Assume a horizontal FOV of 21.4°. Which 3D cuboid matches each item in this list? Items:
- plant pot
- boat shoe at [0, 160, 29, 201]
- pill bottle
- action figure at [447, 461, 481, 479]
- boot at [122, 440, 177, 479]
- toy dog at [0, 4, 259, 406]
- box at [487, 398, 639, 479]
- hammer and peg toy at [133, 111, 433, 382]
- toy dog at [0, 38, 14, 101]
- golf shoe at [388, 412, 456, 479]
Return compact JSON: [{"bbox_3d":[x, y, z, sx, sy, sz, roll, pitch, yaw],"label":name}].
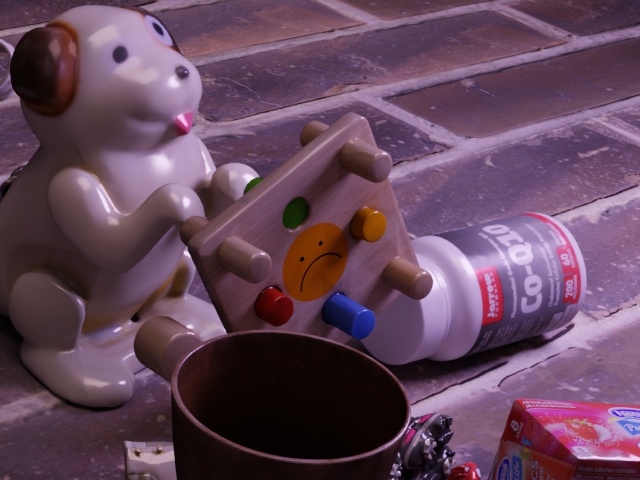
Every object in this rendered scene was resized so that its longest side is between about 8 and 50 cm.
[{"bbox_3d":[-0.043,0.234,1.554,0.215,0.230,0.215,8,27,-4],"label":"plant pot"},{"bbox_3d":[-0.330,-0.053,2.315,0.228,0.081,0.068,10,27,17],"label":"boat shoe"},{"bbox_3d":[0.188,0.063,2.153,0.283,0.161,0.161,-13,33,-38],"label":"pill bottle"},{"bbox_3d":[0.173,0.284,1.730,0.091,0.139,0.280,8,23,-7],"label":"action figure"},{"bbox_3d":[-0.119,0.206,1.734,0.165,0.213,0.077,4,-13,-5],"label":"boot"},{"bbox_3d":[-0.250,-0.078,2.007,0.395,0.408,0.284,30,32,36],"label":"toy dog"},{"bbox_3d":[0.307,0.240,1.664,0.257,0.122,0.128,6,19,-26],"label":"box"},{"bbox_3d":[-0.049,0.058,1.877,0.361,0.266,0.127,-41,42,-21],"label":"hammer and peg toy"},{"bbox_3d":[-0.532,-0.190,2.312,0.220,0.333,0.161,40,14,6],"label":"toy dog"},{"bbox_3d":[0.043,0.260,1.797,0.120,0.105,0.273,5,15,28],"label":"golf shoe"}]
